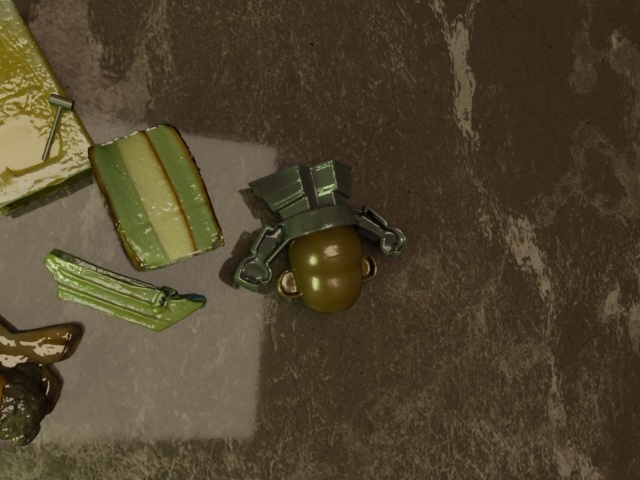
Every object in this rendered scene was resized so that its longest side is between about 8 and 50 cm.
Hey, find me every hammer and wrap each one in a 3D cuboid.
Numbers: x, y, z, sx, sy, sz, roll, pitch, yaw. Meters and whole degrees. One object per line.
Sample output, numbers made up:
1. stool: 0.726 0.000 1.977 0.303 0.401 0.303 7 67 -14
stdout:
1. hammer: -0.437 -0.184 0.886 0.035 0.019 0.110 17 86 -19

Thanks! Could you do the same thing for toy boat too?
1. toy boat: -0.344 0.096 0.945 0.276 0.111 0.084 21 85 -21

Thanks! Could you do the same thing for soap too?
1. soap: -0.525 -0.224 0.909 0.199 0.091 0.315 -28 97 -20

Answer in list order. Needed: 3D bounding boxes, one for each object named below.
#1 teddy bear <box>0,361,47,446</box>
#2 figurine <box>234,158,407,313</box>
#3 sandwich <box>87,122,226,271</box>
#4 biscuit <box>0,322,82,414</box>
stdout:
1. teddy bear: -0.517 0.247 0.818 0.190 0.140 0.177 10 67 -39
2. figurine: -0.001 0.000 1.047 0.342 0.167 0.285 -16 84 0
3. sandwich: -0.274 -0.047 0.930 0.155 0.198 0.227 -22 81 -18
4. biscuit: -0.528 0.192 0.906 0.207 0.047 0.164 21 79 -18
